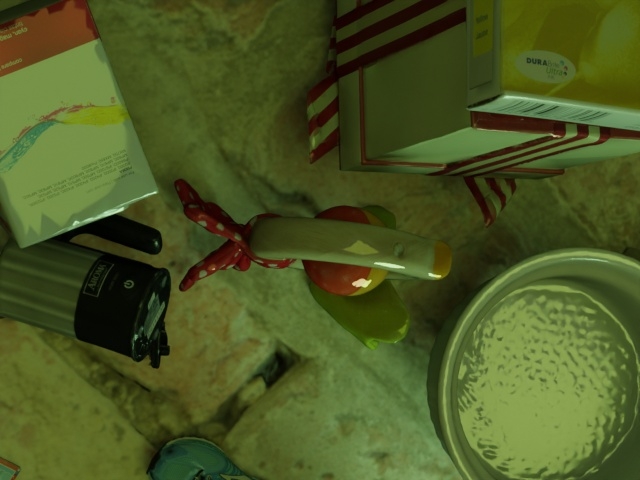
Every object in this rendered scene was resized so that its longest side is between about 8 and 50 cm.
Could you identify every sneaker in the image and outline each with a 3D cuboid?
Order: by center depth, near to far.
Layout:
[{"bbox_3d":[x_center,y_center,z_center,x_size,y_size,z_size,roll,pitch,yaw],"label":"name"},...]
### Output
[{"bbox_3d":[-0.090,0.240,1.236,0.162,0.073,0.063,30,89,-25],"label":"sneaker"}]

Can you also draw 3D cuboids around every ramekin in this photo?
[{"bbox_3d":[0.237,0.147,1.282,0.277,0.135,0.277,0,88,-8],"label":"ramekin"}]

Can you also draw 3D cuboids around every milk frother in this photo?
[{"bbox_3d":[-0.202,0.057,1.146,0.135,0.129,0.143,17,129,9],"label":"milk frother"}]

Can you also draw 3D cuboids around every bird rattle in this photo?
[{"bbox_3d":[0.000,0.000,1.163,0.253,0.207,0.143,22,74,-34],"label":"bird rattle"}]

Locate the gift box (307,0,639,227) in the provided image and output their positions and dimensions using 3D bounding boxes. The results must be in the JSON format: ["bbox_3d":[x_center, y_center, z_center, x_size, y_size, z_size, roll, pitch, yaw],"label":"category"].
[{"bbox_3d":[0.143,-0.159,1.143,0.255,0.258,0.276,6,83,-25],"label":"gift box"}]

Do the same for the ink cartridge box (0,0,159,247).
[{"bbox_3d":[-0.233,-0.103,1.075,0.127,0.128,0.176,-25,109,-16],"label":"ink cartridge box"}]

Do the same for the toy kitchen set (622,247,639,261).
[{"bbox_3d":[0.444,0.024,1.382,0.166,0.122,0.207,39,85,-24],"label":"toy kitchen set"}]

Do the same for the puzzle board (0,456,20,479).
[{"bbox_3d":[-0.349,0.219,1.161,0.128,0.011,0.096,33,88,-25],"label":"puzzle board"}]

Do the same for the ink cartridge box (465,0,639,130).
[{"bbox_3d":[0.254,-0.241,1.025,0.303,0.072,0.307,4,86,-26],"label":"ink cartridge box"}]
